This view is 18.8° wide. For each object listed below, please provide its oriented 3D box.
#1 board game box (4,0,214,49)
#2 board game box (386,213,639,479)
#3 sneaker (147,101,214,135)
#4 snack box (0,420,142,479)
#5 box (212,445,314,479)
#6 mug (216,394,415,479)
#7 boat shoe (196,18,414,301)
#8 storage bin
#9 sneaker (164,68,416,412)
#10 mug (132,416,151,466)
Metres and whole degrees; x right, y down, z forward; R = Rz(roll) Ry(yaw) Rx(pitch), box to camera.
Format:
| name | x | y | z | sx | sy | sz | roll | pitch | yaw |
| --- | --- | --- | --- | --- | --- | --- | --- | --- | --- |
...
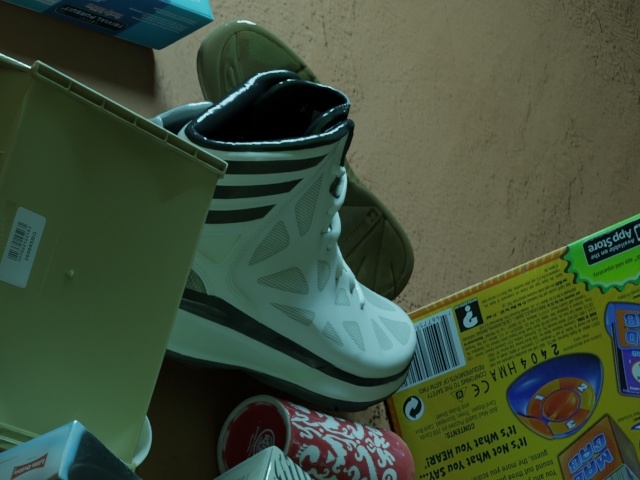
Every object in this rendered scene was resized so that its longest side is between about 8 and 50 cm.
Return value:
| name | x | y | z | sx | sy | sz | roll | pitch | yaw |
| --- | --- | --- | --- | --- | --- | --- | --- | --- | --- |
| board game box | -0.244 | -0.371 | 1.868 | 0.254 | 0.079 | 0.336 | 13 | 57 | -56 |
| board game box | 0.327 | 0.219 | 2.088 | 0.356 | 0.356 | 0.356 | 17 | 54 | -55 |
| sneaker | -0.105 | -0.068 | 1.809 | 0.228 | 0.132 | 0.086 | 15 | 53 | -55 |
| snack box | -0.149 | 0.274 | 1.402 | 0.322 | 0.187 | 0.060 | 47 | 33 | -30 |
| box | 0.008 | 0.311 | 1.686 | 0.275 | 0.113 | 0.094 | 44 | 34 | -21 |
| mug | -0.004 | 0.223 | 1.781 | 0.169 | 0.113 | 0.150 | 28 | 44 | -45 |
| boat shoe | -0.035 | -0.076 | 1.977 | 0.123 | 0.123 | 0.342 | -46 | 116 | -19 |
| storage bin | -0.223 | 0.018 | 1.428 | 0.260 | 0.123 | 0.262 | 28 | 76 | -49 |
| sneaker | 0.000 | 0.001 | 1.766 | 0.169 | 0.257 | 0.447 | 42 | 14 | 34 |
| mug | -0.185 | 0.162 | 1.560 | 0.078 | 0.064 | 0.062 | -4 | 78 | -33 |
